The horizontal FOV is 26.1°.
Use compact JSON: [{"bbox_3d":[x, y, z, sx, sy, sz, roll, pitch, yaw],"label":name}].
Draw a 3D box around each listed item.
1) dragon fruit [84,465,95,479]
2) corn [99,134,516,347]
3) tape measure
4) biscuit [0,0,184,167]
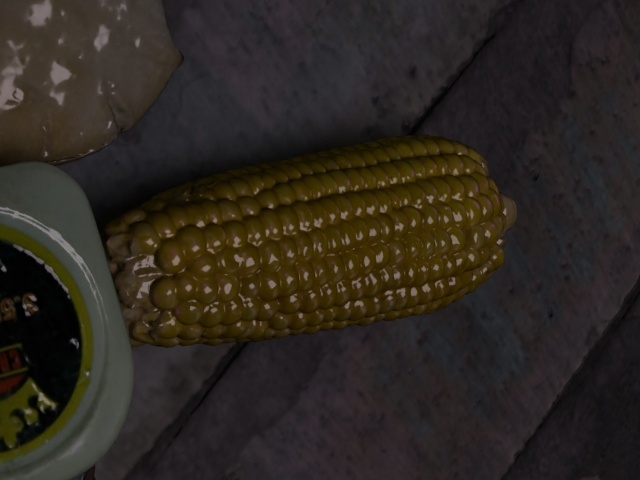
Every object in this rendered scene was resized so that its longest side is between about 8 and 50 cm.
[{"bbox_3d":[-0.213,0.188,0.854,0.161,0.121,0.127,8,138,-16],"label":"dragon fruit"},{"bbox_3d":[0.000,0.000,0.947,0.347,0.130,0.130,-9,108,-36],"label":"corn"},{"bbox_3d":[-0.230,0.071,0.761,0.235,0.115,0.207,-16,93,-37],"label":"tape measure"},{"bbox_3d":[-0.198,-0.109,0.801,0.289,0.038,0.141,13,94,-43],"label":"biscuit"}]
